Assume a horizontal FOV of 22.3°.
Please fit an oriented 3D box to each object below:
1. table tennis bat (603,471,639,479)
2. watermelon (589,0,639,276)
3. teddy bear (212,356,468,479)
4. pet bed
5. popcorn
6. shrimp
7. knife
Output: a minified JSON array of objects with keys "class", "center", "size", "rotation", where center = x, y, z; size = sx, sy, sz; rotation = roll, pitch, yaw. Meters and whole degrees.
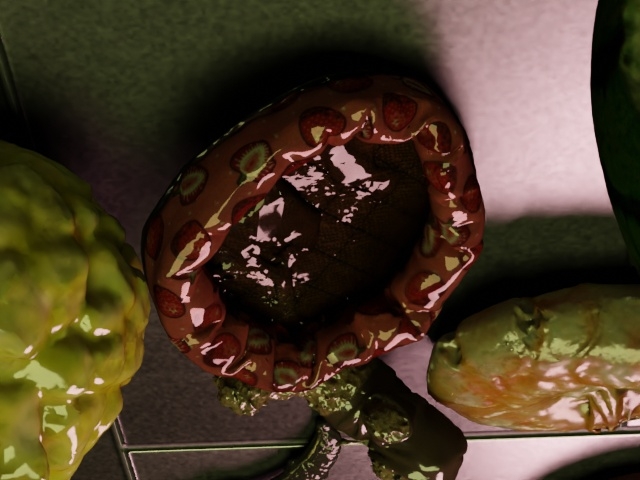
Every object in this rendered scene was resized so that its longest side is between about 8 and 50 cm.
[{"class":"table tennis bat","center":[0.210,0.225,1.149],"size":[0.310,0.038,0.200],"rotation":[2,137,-1]},{"class":"watermelon","center":[0.235,-0.072,0.681],"size":[0.330,0.189,0.331],"rotation":[-12,111,-33]},{"class":"teddy bear","center":[0.018,0.093,0.986],"size":[0.160,0.078,0.119],"rotation":[26,177,-7]},{"class":"pet bed","center":[0.000,0.000,0.865],"size":[0.201,0.053,0.201],"rotation":[-13,135,-13]},{"class":"popcorn","center":[-0.220,0.056,0.861],"size":[0.259,0.212,0.259],"rotation":[-5,137,-4]},{"class":"shrimp","center":[0.210,0.075,0.974],"size":[0.294,0.062,0.154],"rotation":[-2,148,11]},{"class":"knife","center":[-0.061,0.184,1.124],"size":[0.045,0.021,0.222],"rotation":[34,125,-31]}]
